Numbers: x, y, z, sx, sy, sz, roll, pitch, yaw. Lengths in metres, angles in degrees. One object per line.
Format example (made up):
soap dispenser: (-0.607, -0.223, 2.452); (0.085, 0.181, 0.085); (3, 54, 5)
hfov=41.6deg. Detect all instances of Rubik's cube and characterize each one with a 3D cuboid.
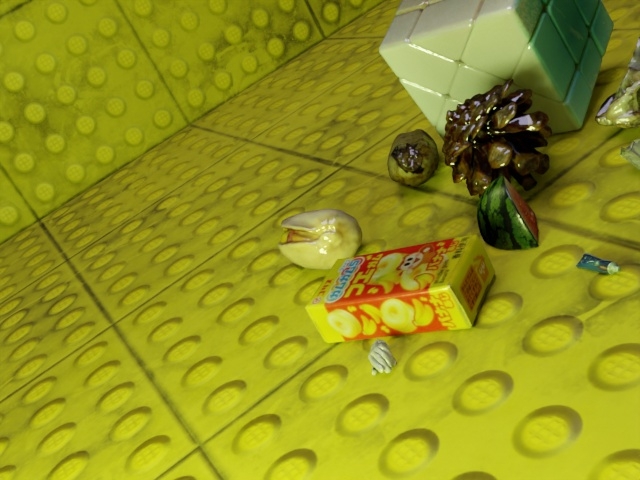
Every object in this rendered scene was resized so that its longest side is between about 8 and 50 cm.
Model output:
Rubik's cube: (0.365, -0.415, 1.725); (0.319, 0.322, 0.316); (-5, 47, 43)

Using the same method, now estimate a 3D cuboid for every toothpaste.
toothpaste: (0.403, 0.035, 1.222); (0.027, 0.019, 0.083); (-52, 24, -9)

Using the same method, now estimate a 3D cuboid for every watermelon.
watermelon: (0.326, -0.030, 1.403); (0.094, 0.125, 0.135); (-8, 43, -31)

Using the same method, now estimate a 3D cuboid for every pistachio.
pistachio: (0.000, 0.000, 1.641); (0.145, 0.117, 0.200); (2, -5, -35)

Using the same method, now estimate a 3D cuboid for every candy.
candy: (0.127, 0.081, 1.354); (0.276, 0.088, 0.146); (-11, 30, 38)

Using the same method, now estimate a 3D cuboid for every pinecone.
pinecone: (0.319, -0.176, 1.521); (0.202, 0.201, 0.229); (-23, 21, 25)

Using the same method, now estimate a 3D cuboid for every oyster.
oyster: (0.644, -0.319, 1.530); (0.337, 0.133, 0.198); (-39, 27, -17)

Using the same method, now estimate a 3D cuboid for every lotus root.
lotus root: (0.199, -0.177, 1.797); (0.110, 0.097, 0.258); (-15, 18, 14)

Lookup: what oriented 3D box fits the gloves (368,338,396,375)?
gloves: (0.089, 0.176, 1.275); (0.044, 0.037, 0.081); (-62, 25, 14)

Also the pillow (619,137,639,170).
pillow: (0.602, -0.169, 1.366); (0.208, 0.053, 0.119); (-28, 27, 2)
